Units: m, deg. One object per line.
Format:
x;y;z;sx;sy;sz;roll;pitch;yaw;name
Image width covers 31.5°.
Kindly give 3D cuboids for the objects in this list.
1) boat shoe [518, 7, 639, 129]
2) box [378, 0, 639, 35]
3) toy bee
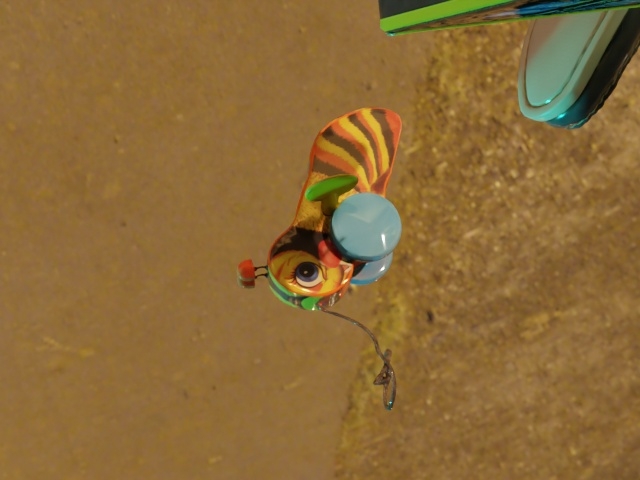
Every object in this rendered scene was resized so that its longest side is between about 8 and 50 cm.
0.199;-0.170;0.712;0.079;0.255;0.095;34;156;-26;boat shoe
0.199;-0.139;0.413;0.257;0.079;0.322;-9;-173;-24;box
0.000;0.000;1.134;0.162;0.298;0.195;4;139;-3;toy bee
